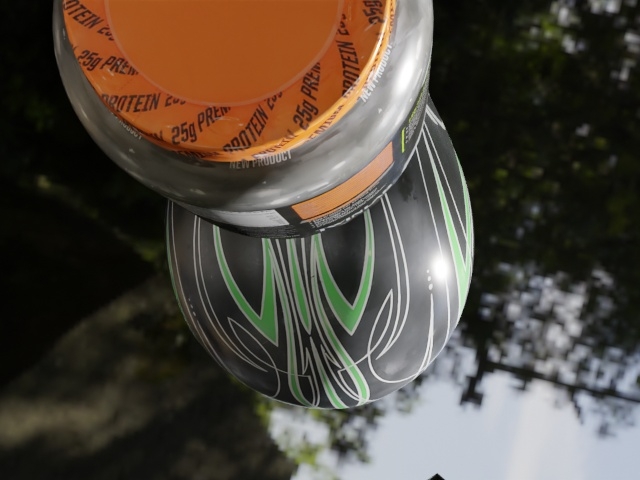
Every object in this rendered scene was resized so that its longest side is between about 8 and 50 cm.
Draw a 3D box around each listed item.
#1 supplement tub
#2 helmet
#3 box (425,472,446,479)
[{"bbox_3d":[-0.021,-0.063,0.516,0.190,0.117,0.117,57,46,-85],"label":"supplement tub"},{"bbox_3d":[0.000,0.000,0.776,0.169,0.169,0.161,100,-12,-67],"label":"helmet"},{"bbox_3d":[0.087,0.227,1.240,0.062,0.052,0.083,-48,175,-14],"label":"box"}]
